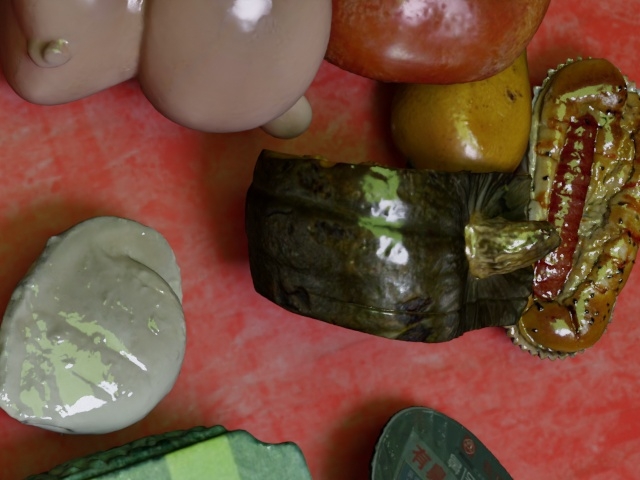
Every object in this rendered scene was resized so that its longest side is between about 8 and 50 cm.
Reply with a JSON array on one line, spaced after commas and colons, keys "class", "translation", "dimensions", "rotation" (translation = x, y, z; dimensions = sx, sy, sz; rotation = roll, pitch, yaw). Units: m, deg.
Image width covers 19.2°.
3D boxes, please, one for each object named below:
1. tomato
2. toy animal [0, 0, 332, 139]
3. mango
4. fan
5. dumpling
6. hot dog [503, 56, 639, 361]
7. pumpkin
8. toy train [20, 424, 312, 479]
[{"class": "tomato", "translation": [0.070, -0.232, 1.449], "dimensions": [0.236, 0.095, 0.237], "rotation": [7, 55, -11]}, {"class": "toy animal", "translation": [-0.118, -0.180, 1.345], "dimensions": [0.221, 0.210, 0.229], "rotation": [-24, 59, -31]}, {"class": "mango", "translation": [0.112, -0.112, 1.494], "dimensions": [0.115, 0.089, 0.165], "rotation": [7, 77, -21]}, {"class": "fan", "translation": [0.112, 0.274, 1.433], "dimensions": [0.223, 0.012, 0.294], "rotation": [24, 55, -41]}, {"class": "dumpling", "translation": [-0.167, 0.062, 1.357], "dimensions": [0.176, 0.092, 0.150], "rotation": [-16, 93, -24]}, {"class": "hot dog", "translation": [0.207, -0.024, 1.534], "dimensions": [0.131, 0.069, 0.253], "rotation": [20, 79, -18]}, {"class": "pumpkin", "translation": [0.073, 0.006, 1.385], "dimensions": [0.248, 0.126, 0.131], "rotation": [2, 95, -21]}, {"class": "toy train", "translation": [-0.116, 0.259, 1.323], "dimensions": [0.299, 0.167, 0.238], "rotation": [-18, 85, -24]}]
